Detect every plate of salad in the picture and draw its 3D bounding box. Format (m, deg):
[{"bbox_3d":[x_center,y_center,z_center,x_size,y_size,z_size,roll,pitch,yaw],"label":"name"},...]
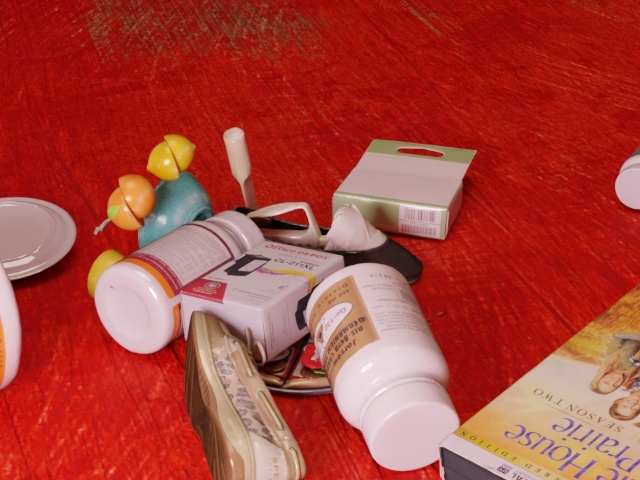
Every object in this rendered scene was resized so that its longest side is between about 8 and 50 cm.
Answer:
[{"bbox_3d":[-0.437,0.004,2.064,0.200,0.048,0.200,-1,37,1],"label":"plate of salad"}]

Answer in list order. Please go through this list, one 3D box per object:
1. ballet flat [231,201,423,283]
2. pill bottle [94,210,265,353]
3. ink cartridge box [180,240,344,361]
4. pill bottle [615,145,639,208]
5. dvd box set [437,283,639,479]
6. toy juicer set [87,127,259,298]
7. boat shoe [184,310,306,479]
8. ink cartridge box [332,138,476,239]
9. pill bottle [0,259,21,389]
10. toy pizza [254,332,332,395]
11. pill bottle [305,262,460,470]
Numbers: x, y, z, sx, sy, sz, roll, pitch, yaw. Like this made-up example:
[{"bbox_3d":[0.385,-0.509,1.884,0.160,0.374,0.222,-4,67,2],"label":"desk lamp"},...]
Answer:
[{"bbox_3d":[0.000,0.000,2.017,0.281,0.096,0.095,5,26,9],"label":"ballet flat"},{"bbox_3d":[-0.171,0.047,1.893,0.121,0.121,0.221,17,31,31],"label":"pill bottle"},{"bbox_3d":[-0.067,0.070,1.828,0.127,0.072,0.175,11,27,33],"label":"ink cartridge box"},{"bbox_3d":[0.495,-0.102,2.245,0.078,0.078,0.137,14,29,25],"label":"pill bottle"},{"bbox_3d":[0.376,0.184,1.595,0.420,0.062,0.308,-32,38,-31],"label":"dvd box set"},{"bbox_3d":[-0.194,-0.061,2.012,0.089,0.209,0.329,20,33,27],"label":"toy juicer set"},{"bbox_3d":[-0.093,0.180,1.661,0.089,0.104,0.285,-3,36,-16],"label":"boat shoe"},{"bbox_3d":[0.129,-0.080,2.228,0.171,0.056,0.235,8,24,14],"label":"ink cartridge box"},{"bbox_3d":[-0.549,0.119,1.630,0.392,0.224,0.224,-20,32,-34],"label":"pill bottle"},{"bbox_3d":[-0.021,0.127,1.831,0.201,0.032,0.201,0,26,0],"label":"toy pizza"},{"bbox_3d":[0.072,0.142,1.673,0.131,0.131,0.229,-7,39,-14],"label":"pill bottle"}]
